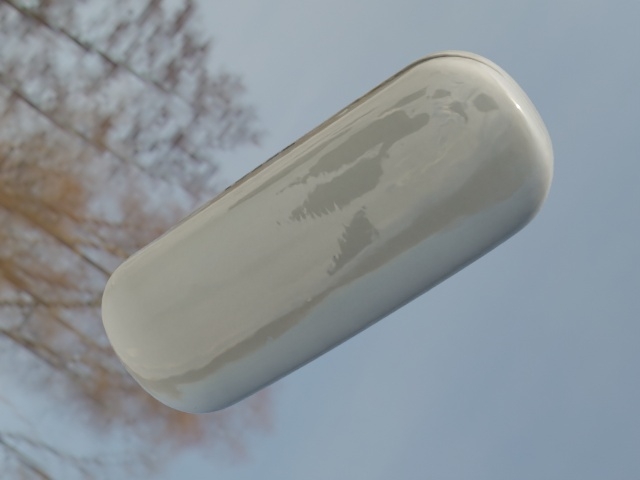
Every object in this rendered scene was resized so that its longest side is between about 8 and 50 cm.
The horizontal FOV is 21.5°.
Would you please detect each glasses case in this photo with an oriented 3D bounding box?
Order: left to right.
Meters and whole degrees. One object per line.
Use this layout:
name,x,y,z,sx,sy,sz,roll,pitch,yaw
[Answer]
glasses case,0.000,0.000,0.781,0.233,0.092,0.059,-35,-170,21
